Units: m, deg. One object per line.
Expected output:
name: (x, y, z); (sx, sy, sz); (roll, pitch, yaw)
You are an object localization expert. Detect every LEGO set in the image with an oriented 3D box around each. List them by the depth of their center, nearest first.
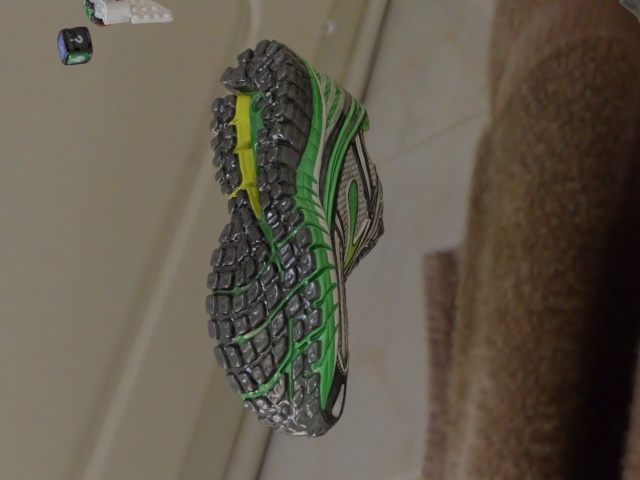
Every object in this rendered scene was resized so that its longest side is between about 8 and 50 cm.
LEGO set: (-0.162, -0.239, 1.222); (0.060, 0.182, 0.244); (-9, 104, -19)

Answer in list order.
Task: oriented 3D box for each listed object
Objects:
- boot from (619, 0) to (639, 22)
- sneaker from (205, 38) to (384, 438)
boot: (0.359, -0.160, 0.926); (0.348, 0.131, 0.260); (-40, 95, 21)
sneaker: (0.000, 0.000, 1.459); (0.146, 0.343, 0.134); (21, 146, -35)
